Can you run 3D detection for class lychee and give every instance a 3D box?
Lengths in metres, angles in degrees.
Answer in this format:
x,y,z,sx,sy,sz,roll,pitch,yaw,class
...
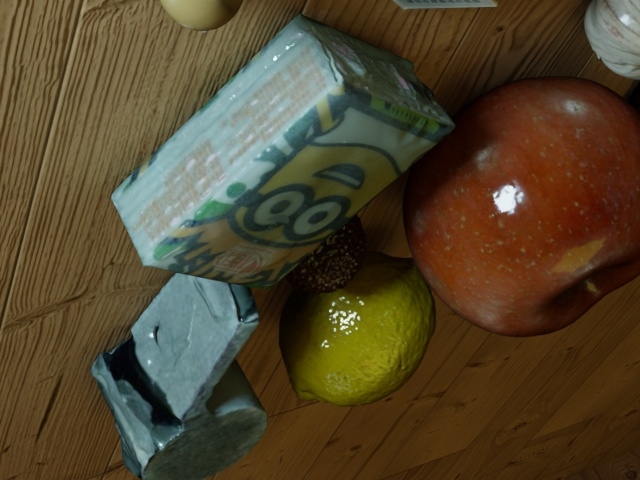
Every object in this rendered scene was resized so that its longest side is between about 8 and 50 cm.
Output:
x,y,z,sx,sy,sz,roll,pitch,yaw,class
-0.003,0.000,1.673,0.123,0.123,0.129,-28,143,-4,lychee

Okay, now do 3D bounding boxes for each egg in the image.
x,y,z,sx,sy,sz,roll,pitch,yaw,class
-0.106,-0.230,1.179,0.080,0.080,0.096,-28,159,-4,egg

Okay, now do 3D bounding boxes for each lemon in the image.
x,y,z,sx,sy,sz,roll,pitch,yaw,class
0.049,0.123,1.871,0.260,0.204,0.204,-48,150,19,lemon

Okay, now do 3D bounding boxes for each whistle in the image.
x,y,z,sx,sy,sz,roll,pitch,yaw,class
-0.185,0.176,1.759,0.188,0.168,0.405,-22,150,-18,whistle

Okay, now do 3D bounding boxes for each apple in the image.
x,y,z,sx,sy,sz,roll,pitch,yaw,class
0.274,-0.041,1.702,0.348,0.277,0.348,-24,154,-13,apple

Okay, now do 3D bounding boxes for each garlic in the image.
x,y,z,sx,sy,sz,roll,pitch,yaw,class
0.435,-0.237,1.572,0.199,0.226,0.199,-23,149,-15,garlic

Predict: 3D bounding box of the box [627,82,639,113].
x,y,z,sx,sy,sz,roll,pitch,yaw,class
0.560,-0.034,1.860,0.115,0.415,0.264,-19,153,-32,box

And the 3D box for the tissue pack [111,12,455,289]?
x,y,z,sx,sy,sz,roll,pitch,yaw,class
-0.041,-0.085,1.463,0.311,0.128,0.228,-42,151,23,tissue pack

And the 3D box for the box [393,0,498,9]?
x,y,z,sx,sy,sz,roll,pitch,yaw,class
0.088,-0.268,1.307,0.109,0.029,0.198,3,171,30,box
